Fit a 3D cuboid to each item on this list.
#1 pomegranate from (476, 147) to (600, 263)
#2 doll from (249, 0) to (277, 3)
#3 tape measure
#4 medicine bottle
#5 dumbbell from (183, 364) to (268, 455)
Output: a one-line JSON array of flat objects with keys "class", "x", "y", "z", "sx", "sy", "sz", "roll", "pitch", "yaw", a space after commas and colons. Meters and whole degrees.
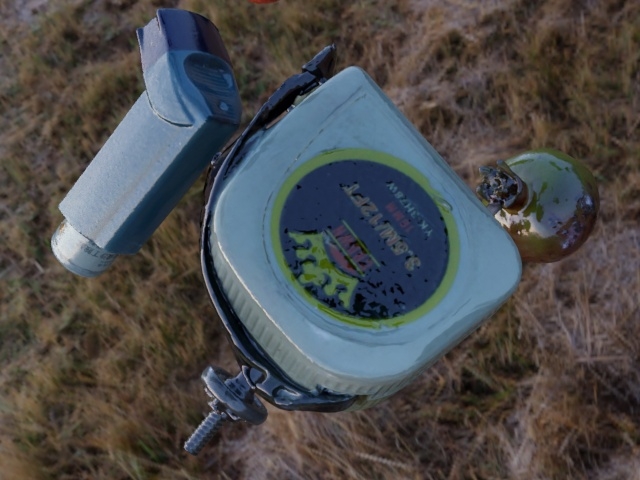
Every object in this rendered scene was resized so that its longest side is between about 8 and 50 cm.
[{"class": "pomegranate", "x": 0.232, "y": -0.039, "z": 1.030, "sx": 0.129, "sy": 0.159, "sz": 0.129, "roll": -2, "pitch": 85, "yaw": 16}, {"class": "doll", "x": -0.087, "y": -0.441, "z": 1.471, "sx": 0.290, "sy": 0.161, "sz": 0.130, "roll": 13, "pitch": 19, "yaw": 31}, {"class": "tape measure", "x": 0.000, "y": 0.000, "z": 0.689, "sx": 0.207, "sy": 0.115, "sz": 0.235, "roll": -35, "pitch": 78, "yaw": -23}, {"class": "medicine bottle", "x": -0.165, "y": -0.080, "z": 0.892, "sx": 0.258, "sy": 0.079, "sz": 0.124, "roll": -49, "pitch": 59, "yaw": 26}, {"class": "dumbbell", "x": -0.048, "y": 0.111, "z": 0.955, "sx": 0.254, "sy": 0.081, "sz": 0.081, "roll": -50, "pitch": 51, "yaw": 2}]
